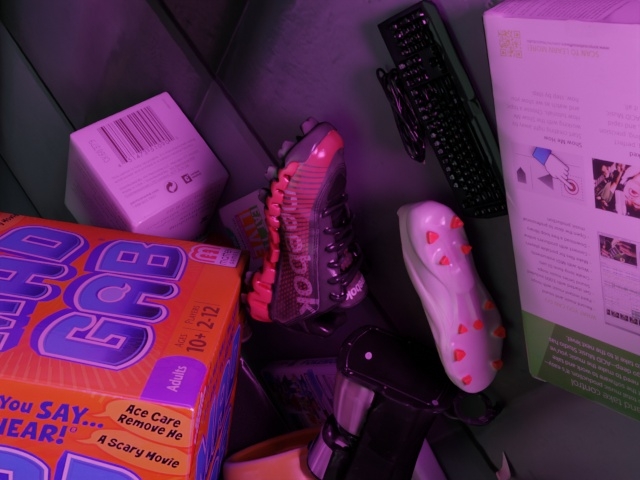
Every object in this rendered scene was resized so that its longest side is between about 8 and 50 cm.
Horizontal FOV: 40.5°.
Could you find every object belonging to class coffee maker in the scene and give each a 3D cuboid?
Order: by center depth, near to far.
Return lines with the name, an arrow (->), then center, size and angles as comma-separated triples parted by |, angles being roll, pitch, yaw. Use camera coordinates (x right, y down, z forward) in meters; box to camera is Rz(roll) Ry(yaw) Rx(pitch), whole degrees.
coffee maker -> 0.078, 0.208, 0.936 | 0.171, 0.120, 0.178 | 38, 132, 31

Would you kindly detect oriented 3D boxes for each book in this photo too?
book -> -0.077, -0.013, 1.100 | 0.144, 0.035, 0.096 | -19, 96, 62

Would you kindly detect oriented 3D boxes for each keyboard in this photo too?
keyboard -> 0.096, -0.100, 0.742 | 0.100, 0.038, 0.192 | -12, 106, 60

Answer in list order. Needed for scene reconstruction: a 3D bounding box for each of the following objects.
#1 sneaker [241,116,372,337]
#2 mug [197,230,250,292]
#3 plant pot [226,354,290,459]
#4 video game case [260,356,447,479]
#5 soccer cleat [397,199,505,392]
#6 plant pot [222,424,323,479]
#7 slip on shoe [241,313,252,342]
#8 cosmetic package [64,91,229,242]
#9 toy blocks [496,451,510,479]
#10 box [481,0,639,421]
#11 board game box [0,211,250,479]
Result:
sneaker -> 0.000, 0.000, 0.926 | 0.135, 0.097, 0.276 | 29, 132, 18
mug -> -0.192, 0.063, 1.201 | 0.113, 0.169, 0.150 | 45, 148, 25
plant pot -> -0.148, 0.272, 1.268 | 0.188, 0.167, 0.187 | 59, 170, -6
video game case -> 0.067, 0.304, 1.162 | 0.300, 0.036, 0.329 | -17, 103, 60
soccer cleat -> 0.123, 0.051, 0.820 | 0.076, 0.068, 0.196 | 29, 141, 65
plant pot -> -0.013, 0.367, 1.080 | 0.254, 0.253, 0.239 | -21, 83, 61
slip on shoe -> -0.156, 0.101, 1.301 | 0.135, 0.051, 0.041 | 40, 151, 26
cosmetic package -> -0.240, -0.069, 1.173 | 0.151, 0.151, 0.184 | 52, 151, 12
toy blocks -> 0.230, 0.408, 0.874 | 0.260, 0.308, 0.289 | -106, 15, -64
box -> 0.234, -0.004, 0.599 | 0.232, 0.058, 0.322 | 22, 133, 48
board game box -> -0.293, 0.212, 0.965 | 0.356, 0.356, 0.357 | -81, 0, -68
